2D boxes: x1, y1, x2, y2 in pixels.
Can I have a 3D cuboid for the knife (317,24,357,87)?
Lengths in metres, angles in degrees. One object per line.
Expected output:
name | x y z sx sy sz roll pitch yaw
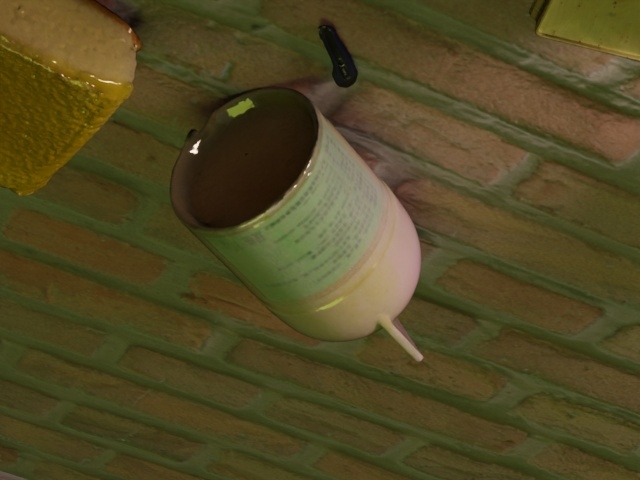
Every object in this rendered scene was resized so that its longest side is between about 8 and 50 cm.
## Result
knife | 0.020 -0.236 2.275 0.031 0.018 0.121 -5 143 19

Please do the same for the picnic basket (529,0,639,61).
picnic basket | 0.332 -0.280 2.059 0.164 0.079 0.115 14 146 -7

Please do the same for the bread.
bread | -0.436 -0.224 2.306 0.323 0.143 0.333 26 144 -22

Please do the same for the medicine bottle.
medicine bottle | 0.000 0.000 2.444 0.236 0.235 0.406 -11 142 30
